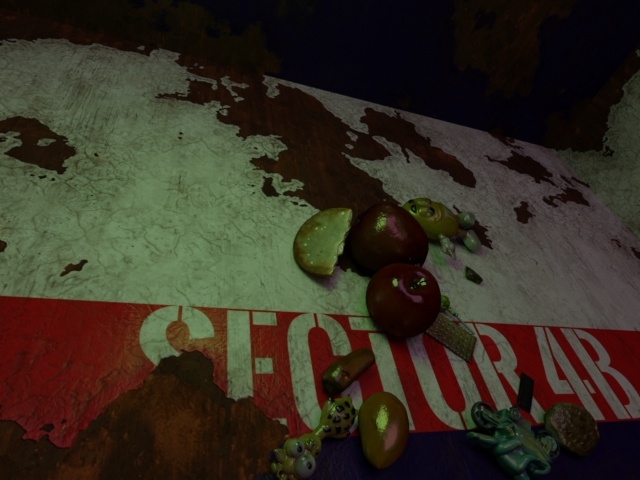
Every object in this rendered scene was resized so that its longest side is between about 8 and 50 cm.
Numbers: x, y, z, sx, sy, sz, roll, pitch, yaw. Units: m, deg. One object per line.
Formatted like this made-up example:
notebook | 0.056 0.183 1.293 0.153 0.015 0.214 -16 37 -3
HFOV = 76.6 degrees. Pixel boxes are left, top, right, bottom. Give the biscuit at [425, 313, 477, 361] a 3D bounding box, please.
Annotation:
biscuit | 0.465 0.339 1.503 0.232 0.016 0.139 34 41 9

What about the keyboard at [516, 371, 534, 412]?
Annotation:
keyboard | 0.725 0.534 1.430 0.053 0.010 0.155 34 41 8

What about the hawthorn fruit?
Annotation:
hawthorn fruit | 0.266 -0.007 1.583 0.312 0.294 0.294 19 41 -2

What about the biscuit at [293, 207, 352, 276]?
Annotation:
biscuit | 0.000 0.000 1.540 0.205 0.040 0.308 6 56 21

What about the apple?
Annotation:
apple | 0.289 0.204 1.408 0.261 0.216 0.260 13 46 -14

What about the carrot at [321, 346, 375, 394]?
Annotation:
carrot | 0.083 0.384 1.221 0.087 0.087 0.193 43 42 19

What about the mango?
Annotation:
mango | 0.172 0.513 1.112 0.141 0.102 0.217 20 38 3

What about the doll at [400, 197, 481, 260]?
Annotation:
doll | 0.571 -0.066 1.882 0.423 0.161 0.348 -15 59 -43

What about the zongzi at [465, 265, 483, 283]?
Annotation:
zongzi | 0.678 0.151 1.798 0.076 0.040 0.083 32 23 -3

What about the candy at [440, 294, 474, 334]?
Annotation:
candy | 0.517 0.288 1.557 0.062 0.058 0.194 -43 71 -5

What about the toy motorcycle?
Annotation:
toy motorcycle | 0.576 0.614 1.216 0.297 0.109 0.198 29 51 2

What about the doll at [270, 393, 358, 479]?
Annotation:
doll | -0.006 0.505 1.046 0.291 0.086 0.117 -26 81 -42

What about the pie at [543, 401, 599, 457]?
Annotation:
pie | 0.827 0.623 1.339 0.194 0.079 0.163 18 49 -8
